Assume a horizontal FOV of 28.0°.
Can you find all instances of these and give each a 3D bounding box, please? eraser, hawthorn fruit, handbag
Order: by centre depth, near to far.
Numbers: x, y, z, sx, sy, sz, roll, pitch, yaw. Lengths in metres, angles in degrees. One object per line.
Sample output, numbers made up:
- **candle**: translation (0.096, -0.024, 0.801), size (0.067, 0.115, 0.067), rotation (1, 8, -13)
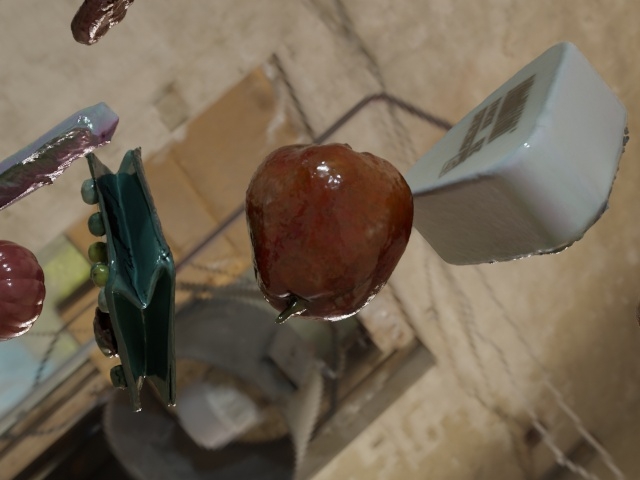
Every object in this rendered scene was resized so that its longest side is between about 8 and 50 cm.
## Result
- **hawthorn fruit**: translation (0.000, 0.000, 1.646), size (0.224, 0.261, 0.224), rotation (16, -21, 6)
- **eraser**: translation (0.267, -0.095, 1.681), size (0.150, 0.331, 0.331), rotation (47, -9, -16)
- **handbag**: translation (-0.260, 0.050, 1.693), size (0.274, 0.100, 0.269), rotation (97, -21, -43)

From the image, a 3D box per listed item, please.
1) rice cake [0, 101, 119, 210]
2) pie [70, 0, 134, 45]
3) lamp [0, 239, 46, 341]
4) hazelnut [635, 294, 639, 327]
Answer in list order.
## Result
- **rice cake**: translation (-0.332, -0.056, 1.335), size (0.051, 0.290, 0.081), rotation (59, 22, -7)
- **pie**: translation (-0.246, -0.298, 1.543), size (0.036, 0.154, 0.154), rotation (38, -10, -4)
- **lamp**: translation (-0.336, 0.053, 1.346), size (0.092, 0.107, 0.107), rotation (4, 29, -48)
- **hazelnut**: translation (0.618, 0.063, 1.764), size (0.372, 0.372, 0.315), rotation (44, 24, 23)
